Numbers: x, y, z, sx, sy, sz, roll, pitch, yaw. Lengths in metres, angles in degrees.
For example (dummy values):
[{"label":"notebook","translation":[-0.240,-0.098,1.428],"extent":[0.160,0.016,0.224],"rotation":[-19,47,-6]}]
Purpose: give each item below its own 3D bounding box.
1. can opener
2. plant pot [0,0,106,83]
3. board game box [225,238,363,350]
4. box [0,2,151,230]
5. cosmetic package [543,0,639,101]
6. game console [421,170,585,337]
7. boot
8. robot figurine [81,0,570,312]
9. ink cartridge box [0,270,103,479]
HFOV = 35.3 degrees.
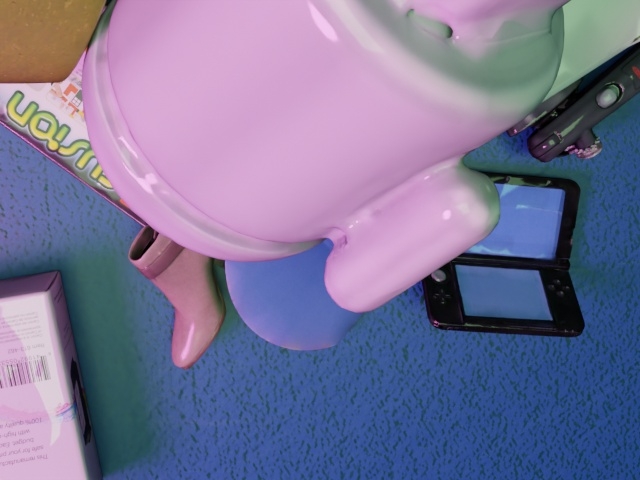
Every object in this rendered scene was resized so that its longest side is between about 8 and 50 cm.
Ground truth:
[{"label":"can opener","translation":[0.226,-0.123,0.756],"extent":[0.186,0.059,0.073],"rotation":[-34,102,0]},{"label":"plant pot","translation":[-0.264,-0.198,0.554],"extent":[0.293,0.275,0.275],"rotation":[18,98,-25]},{"label":"board game box","translation":[0.000,0.000,0.759],"extent":[0.169,0.033,0.133],"rotation":[-49,125,-7]},{"label":"box","translation":[-0.172,-0.114,0.718],"extent":[0.207,0.036,0.114],"rotation":[37,94,-12]},{"label":"cosmetic package","translation":[0.113,-0.295,0.661],"extent":[0.197,0.155,0.366],"rotation":[-31,103,0]},{"label":"game console","translation":[0.142,0.010,0.763],"extent":[0.122,0.107,0.071],"rotation":[4,135,-8]},{"label":"boot","translation":[-0.104,0.027,0.732],"extent":[0.087,0.042,0.119],"rotation":[32,76,-46]},{"label":"robot figurine","translation":[-0.006,-0.109,0.576],"extent":[0.199,0.353,0.300],"rotation":[-15,79,-43]},{"label":"ink cartridge box","translation":[-0.239,0.123,0.734],"extent":[0.127,0.072,0.175],"rotation":[-10,101,-6]}]
